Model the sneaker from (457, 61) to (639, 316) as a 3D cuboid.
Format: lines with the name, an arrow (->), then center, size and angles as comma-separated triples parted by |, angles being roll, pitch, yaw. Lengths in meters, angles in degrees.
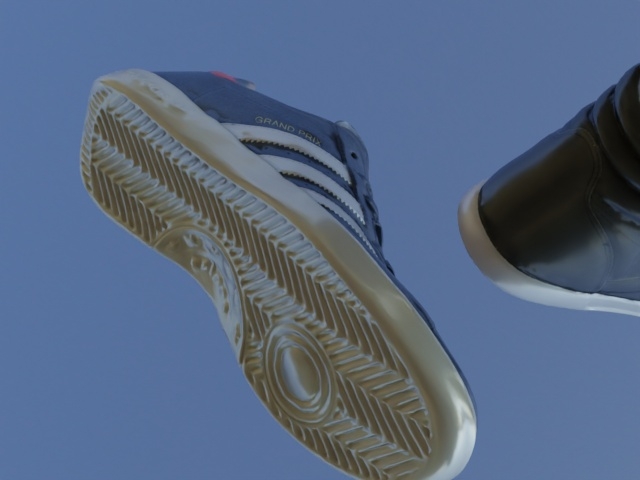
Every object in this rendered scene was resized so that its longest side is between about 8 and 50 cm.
sneaker -> 0.233, -0.025, 0.772 | 0.147, 0.295, 0.105 | -41, -124, 44

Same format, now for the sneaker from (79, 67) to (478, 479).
sneaker -> 0.000, 0.000, 0.816 | 0.350, 0.148, 0.131 | 47, -48, 31
